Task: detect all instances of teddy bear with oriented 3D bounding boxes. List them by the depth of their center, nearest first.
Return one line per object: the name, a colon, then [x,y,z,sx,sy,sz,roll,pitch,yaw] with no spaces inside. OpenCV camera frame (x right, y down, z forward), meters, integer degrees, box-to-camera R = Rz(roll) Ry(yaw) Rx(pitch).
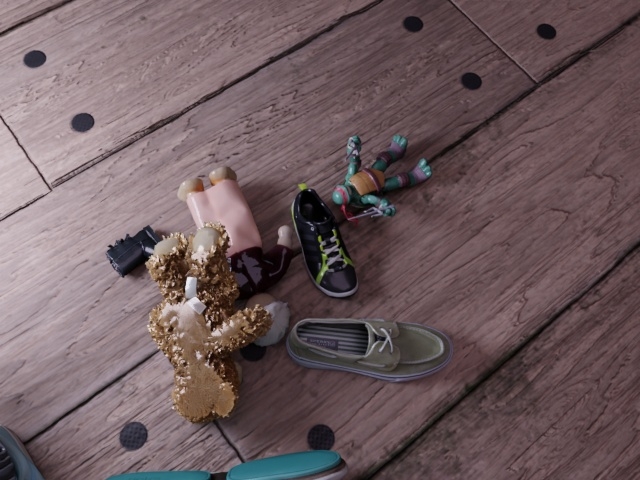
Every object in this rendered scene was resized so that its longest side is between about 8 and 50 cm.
teddy bear: [-0.198,0.135,1.079,0.245,0.113,0.337,-31,75,15]

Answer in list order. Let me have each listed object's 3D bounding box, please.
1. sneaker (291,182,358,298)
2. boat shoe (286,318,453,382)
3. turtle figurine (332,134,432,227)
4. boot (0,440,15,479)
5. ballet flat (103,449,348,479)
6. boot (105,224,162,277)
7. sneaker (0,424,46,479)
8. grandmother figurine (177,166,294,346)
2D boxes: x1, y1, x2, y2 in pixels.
sneaker: [0.000,0.000,1.187,0.084,0.097,0.234,-23,70,-13]
boat shoe: [0.090,0.190,1.114,0.303,0.094,0.109,1,67,-4]
turtle figurine: [0.100,-0.122,1.238,0.234,0.118,0.175,-28,86,-31]
boot: [-0.677,0.364,0.897,0.445,0.146,0.367,-47,63,10]
ballet flat: [-0.151,0.421,0.993,0.401,0.139,0.139,-6,67,-3]
boot: [-0.335,0.034,1.175,0.099,0.045,0.121,-36,67,-20]
sneaker: [-0.455,0.420,0.943,0.366,0.150,0.135,40,71,13]
grandmother figurine: [-0.143,0.032,1.168,0.208,0.104,0.342,-24,73,3]
